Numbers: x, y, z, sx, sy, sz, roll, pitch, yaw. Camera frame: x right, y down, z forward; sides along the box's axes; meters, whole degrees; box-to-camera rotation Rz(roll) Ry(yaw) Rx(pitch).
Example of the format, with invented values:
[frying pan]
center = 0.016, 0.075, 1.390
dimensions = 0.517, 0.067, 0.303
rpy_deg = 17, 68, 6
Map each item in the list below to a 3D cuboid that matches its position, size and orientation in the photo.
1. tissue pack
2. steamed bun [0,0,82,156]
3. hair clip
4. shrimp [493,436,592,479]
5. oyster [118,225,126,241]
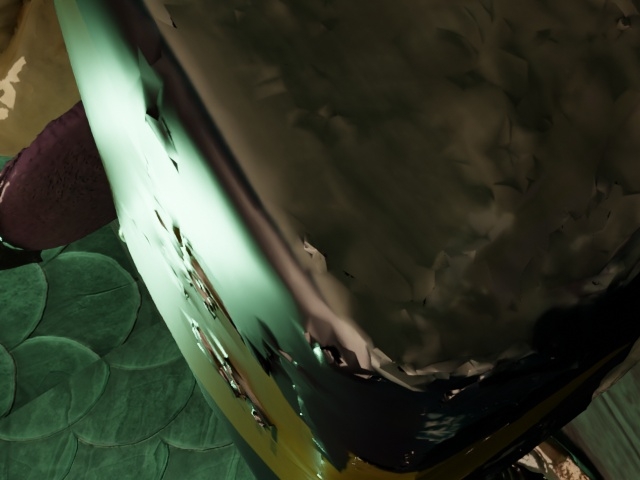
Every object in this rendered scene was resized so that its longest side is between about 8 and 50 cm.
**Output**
[tissue pack]
center = 0.045, -0.031, 0.537
dimensions = 0.264, 0.253, 0.416
rpy_deg = 55, 165, 17
[steamed bun]
center = -0.126, -0.189, 0.773
dimensions = 0.203, 0.289, 0.276
rpy_deg = 27, 138, -20
[hair clip]
center = -0.072, -0.108, 0.655
dimensions = 0.095, 0.359, 0.110
rpy_deg = 36, -163, -10
[shrimp]
center = 0.174, 0.209, 1.010
dimensions = 0.289, 0.075, 0.178
rpy_deg = 51, 157, 32
[oyster]
center = -0.294, -0.116, 1.829
dimensions = 0.351, 0.158, 0.162
rpy_deg = 98, 174, -51
